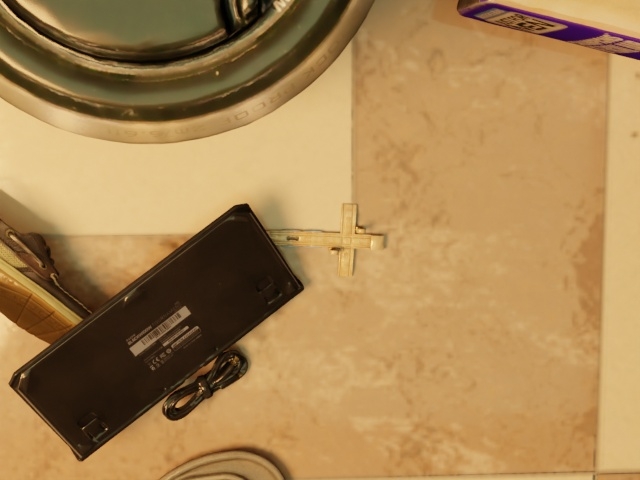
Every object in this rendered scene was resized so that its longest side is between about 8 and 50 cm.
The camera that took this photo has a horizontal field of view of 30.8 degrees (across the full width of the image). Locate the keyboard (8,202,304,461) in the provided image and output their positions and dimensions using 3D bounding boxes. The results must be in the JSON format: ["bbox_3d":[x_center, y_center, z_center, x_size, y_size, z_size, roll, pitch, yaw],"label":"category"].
[{"bbox_3d":[-0.095,0.064,0.731,0.180,0.023,0.108,-37,123,-7],"label":"keyboard"}]

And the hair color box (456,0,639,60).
[{"bbox_3d":[0.272,-0.188,0.698,0.339,0.110,0.185,13,97,-4],"label":"hair color box"}]

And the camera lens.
[{"bbox_3d":[-0.082,-0.164,0.591,0.219,0.274,0.219,-1,98,-4],"label":"camera lens"}]

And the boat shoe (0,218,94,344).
[{"bbox_3d":[-0.189,0.015,0.720,0.152,0.056,0.049,41,54,-21],"label":"boat shoe"}]

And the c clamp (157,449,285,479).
[{"bbox_3d":[-0.082,0.217,0.770,0.137,0.022,0.160,0,98,-4],"label":"c clamp"}]

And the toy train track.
[{"bbox_3d":[0.000,0.000,0.751,0.083,0.014,0.048,2,97,-4],"label":"toy train track"}]
